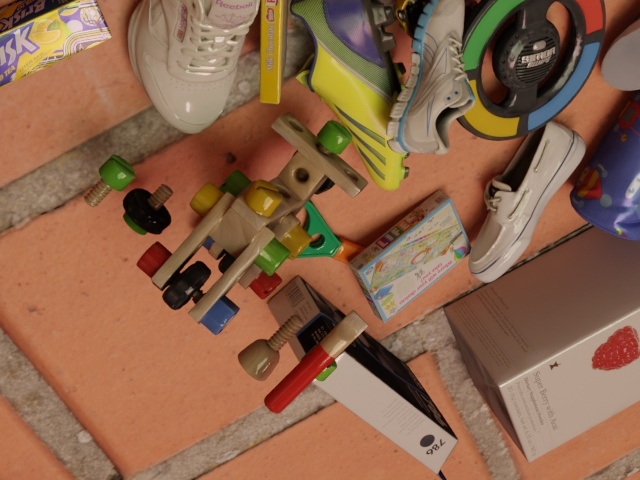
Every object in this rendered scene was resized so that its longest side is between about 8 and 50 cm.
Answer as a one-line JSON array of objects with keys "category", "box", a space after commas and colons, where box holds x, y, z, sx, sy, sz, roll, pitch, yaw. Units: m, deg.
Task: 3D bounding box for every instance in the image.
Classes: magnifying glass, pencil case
[{"category": "magnifying glass", "box": [0.000, 0.000, 1.672, 0.231, 0.026, 0.092, 23, 111, -34]}, {"category": "pencil case", "box": [0.446, -0.135, 1.713, 0.133, 0.119, 0.306, 26, 112, -11]}]

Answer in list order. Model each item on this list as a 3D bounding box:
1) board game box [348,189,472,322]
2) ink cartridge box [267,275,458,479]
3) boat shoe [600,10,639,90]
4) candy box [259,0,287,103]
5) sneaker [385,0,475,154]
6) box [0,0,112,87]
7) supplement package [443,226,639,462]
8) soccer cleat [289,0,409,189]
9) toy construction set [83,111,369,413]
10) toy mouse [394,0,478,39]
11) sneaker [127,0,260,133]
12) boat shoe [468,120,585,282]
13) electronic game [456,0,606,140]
[{"category": "board game box", "box": [0.117, 0.021, 1.715, 0.154, 0.026, 0.103, -38, 132, -12]}, {"category": "ink cartridge box", "box": [0.075, 0.189, 1.750, 0.065, 0.165, 0.332, -42, 131, 7]}, {"category": "boat shoe", "box": [0.425, -0.274, 1.623, 0.080, 0.076, 0.228, 31, 135, -5]}, {"category": "candy box", "box": [-0.047, -0.258, 1.406, 0.027, 0.105, 0.206, 5, 125, 3]}, {"category": "sneaker", "box": [0.140, -0.181, 1.480, 0.071, 0.083, 0.191, 9, 96, -56]}, {"category": "box", "box": [-0.302, -0.205, 1.358, 0.169, 0.054, 0.059, -25, 130, -6]}, {"category": "supplement package", "box": [0.351, 0.128, 1.827, 0.293, 0.175, 0.177, -29, 130, -3]}, {"category": "soccer cleat", "box": [0.038, -0.174, 1.532, 0.121, 0.093, 0.289, -8, 133, 9]}, {"category": "toy construction set", "box": [-0.040, -0.004, 1.450, 0.237, 0.309, 0.257, -45, 152, 15]}, {"category": "toy mouse", "box": [0.143, -0.278, 1.523, 0.143, 0.031, 0.161, -36, 138, -15]}, {"category": "sneaker", "box": [-0.125, -0.230, 1.359, 0.114, 0.152, 0.305, -9, 128, -20]}, {"category": "boat shoe", "box": [0.243, -0.057, 1.714, 0.076, 0.083, 0.226, 30, 94, -26]}, {"category": "electronic game", "box": [0.245, -0.221, 1.586, 0.229, 0.048, 0.229, -20, 132, -24]}]
